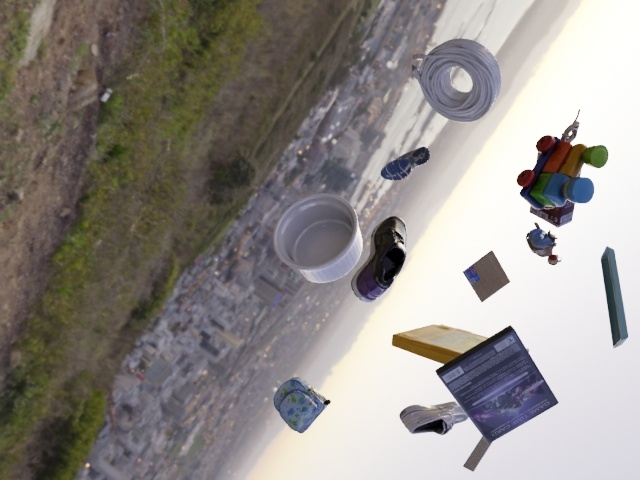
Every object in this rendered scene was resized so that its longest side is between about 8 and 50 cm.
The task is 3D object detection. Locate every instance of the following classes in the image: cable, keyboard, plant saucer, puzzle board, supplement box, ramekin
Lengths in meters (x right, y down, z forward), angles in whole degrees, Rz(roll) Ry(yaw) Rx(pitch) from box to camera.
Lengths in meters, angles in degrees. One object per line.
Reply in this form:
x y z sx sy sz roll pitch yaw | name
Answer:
0.430 -0.493 1.819 0.257 0.257 0.089 0 -146 44 | cable
0.536 0.615 1.857 0.256 0.014 0.072 -51 178 -14 | keyboard
0.573 0.109 1.146 0.067 0.018 0.192 63 27 -62 | plant saucer
0.437 0.095 1.547 0.096 0.128 0.011 -36 -150 3 | puzzle board
0.769 -0.176 1.925 0.073 0.130 0.239 -21 127 -22 | supplement box
0.000 0.000 1.865 0.277 0.277 0.135 -53 147 -17 | ramekin

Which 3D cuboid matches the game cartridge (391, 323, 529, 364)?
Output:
0.427 0.324 1.792 0.285 0.324 0.052 -2 102 -50 | game cartridge

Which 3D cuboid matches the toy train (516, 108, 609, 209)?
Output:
0.526 -0.178 1.203 0.248 0.105 0.143 -58 -156 -7 | toy train

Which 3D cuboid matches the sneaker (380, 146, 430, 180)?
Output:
0.204 -0.185 1.445 0.135 0.052 0.058 -26 -167 -13 | sneaker

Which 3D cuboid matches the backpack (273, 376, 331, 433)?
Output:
-0.054 0.389 1.403 0.105 0.114 0.084 -50 166 8 | backpack

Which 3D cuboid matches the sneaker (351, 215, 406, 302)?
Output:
0.186 0.032 1.501 0.124 0.107 0.283 -40 -162 48 | sneaker

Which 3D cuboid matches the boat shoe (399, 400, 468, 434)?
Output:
0.363 0.557 1.805 0.084 0.258 0.095 -117 -143 -47 | boat shoe

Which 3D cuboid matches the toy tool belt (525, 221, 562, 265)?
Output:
0.434 0.005 1.138 0.052 0.083 0.051 -15 131 -9 | toy tool belt

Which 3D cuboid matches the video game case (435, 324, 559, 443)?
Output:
0.409 0.337 1.347 0.196 0.274 0.026 -33 -152 8 | video game case
